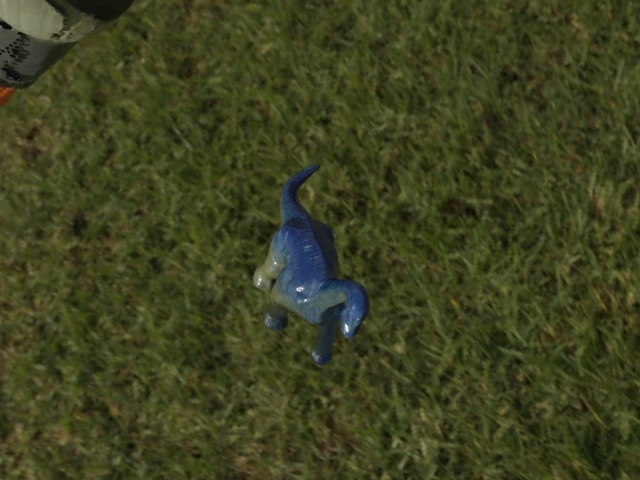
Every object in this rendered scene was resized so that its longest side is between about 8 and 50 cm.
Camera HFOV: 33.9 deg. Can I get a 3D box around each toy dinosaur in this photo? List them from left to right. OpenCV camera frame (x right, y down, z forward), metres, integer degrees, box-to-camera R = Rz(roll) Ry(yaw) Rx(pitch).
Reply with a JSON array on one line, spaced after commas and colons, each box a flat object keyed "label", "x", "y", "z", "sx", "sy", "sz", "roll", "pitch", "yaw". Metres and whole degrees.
[{"label": "toy dinosaur", "x": 0.000, "y": 0.000, "z": 0.882, "sx": 0.075, "sy": 0.188, "sz": 0.247, "roll": 10, "pitch": 57, "yaw": -13}]

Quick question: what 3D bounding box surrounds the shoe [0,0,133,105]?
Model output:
[{"label": "shoe", "x": -0.278, "y": -0.207, "z": 0.628, "sx": 0.336, "sy": 0.132, "sz": 0.171, "roll": 43, "pitch": 120, "yaw": -5}]
